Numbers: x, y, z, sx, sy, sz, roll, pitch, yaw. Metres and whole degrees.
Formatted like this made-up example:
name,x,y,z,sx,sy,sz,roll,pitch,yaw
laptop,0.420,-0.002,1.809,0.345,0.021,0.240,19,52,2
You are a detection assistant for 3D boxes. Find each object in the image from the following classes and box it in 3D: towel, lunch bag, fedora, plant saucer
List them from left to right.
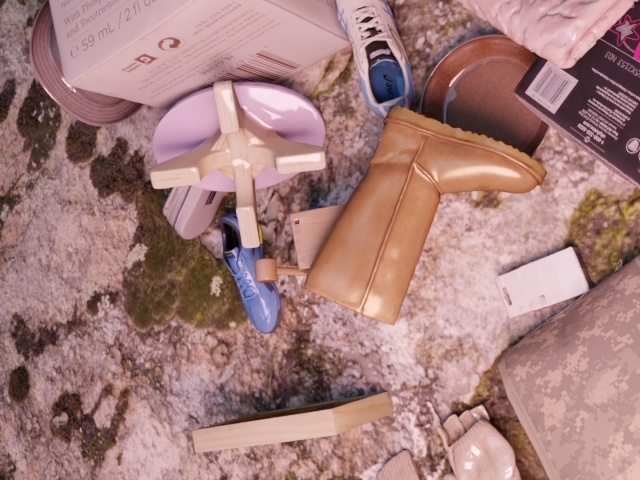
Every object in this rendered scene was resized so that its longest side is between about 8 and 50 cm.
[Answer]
name,x,y,z,sx,sy,sz,roll,pitch,yaw
fedora,-0.358,-0.345,1.323,0.124,0.244,0.275,-13,37,37
plant saucer,0.234,-0.183,1.058,0.198,0.036,0.199,-1,88,33
towel,0.295,-0.392,0.908,0.317,0.053,0.332,-46,44,10
lunch bag,0.360,0.180,0.881,0.235,0.169,0.287,-42,39,22

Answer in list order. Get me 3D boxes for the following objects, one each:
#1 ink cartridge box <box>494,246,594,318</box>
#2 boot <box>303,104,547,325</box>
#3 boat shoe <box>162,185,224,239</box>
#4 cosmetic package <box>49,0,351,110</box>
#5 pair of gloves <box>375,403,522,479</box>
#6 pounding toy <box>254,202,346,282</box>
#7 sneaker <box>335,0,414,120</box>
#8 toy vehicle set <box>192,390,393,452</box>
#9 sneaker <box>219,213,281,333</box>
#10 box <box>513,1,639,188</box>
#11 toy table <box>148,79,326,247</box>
name,x,y,z,sx,sy,sz,roll,pitch,yaw
ink cartridge box,0.298,0.058,1.015,0.115,0.029,0.063,-26,76,32
boot,0.135,-0.015,0.995,0.236,0.089,0.270,23,88,18
boat shoe,-0.197,-0.131,1.318,0.088,0.096,0.268,41,119,23
cosmetic package,-0.204,-0.449,1.184,0.329,0.327,0.394,-22,76,32
pair of gloves,0.178,0.356,1.040,0.240,0.042,0.204,-43,48,30
pounding toy,-0.005,0.002,1.142,0.206,0.181,0.094,-10,83,6
sneaker,0.083,-0.291,1.123,0.085,0.086,0.237,-18,83,-1
toy vehicle set,-0.043,0.277,1.158,0.266,0.166,0.035,-17,80,33
sneaker,-0.127,0.057,1.271,0.069,0.082,0.209,-20,80,30
box,0.375,-0.155,0.863,0.163,0.142,0.247,-57,41,20
toy table,-0.126,-0.133,1.157,0.274,0.161,0.252,-17,116,6
